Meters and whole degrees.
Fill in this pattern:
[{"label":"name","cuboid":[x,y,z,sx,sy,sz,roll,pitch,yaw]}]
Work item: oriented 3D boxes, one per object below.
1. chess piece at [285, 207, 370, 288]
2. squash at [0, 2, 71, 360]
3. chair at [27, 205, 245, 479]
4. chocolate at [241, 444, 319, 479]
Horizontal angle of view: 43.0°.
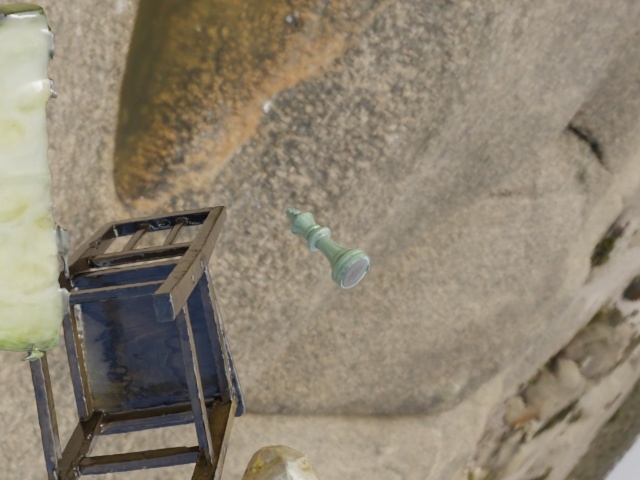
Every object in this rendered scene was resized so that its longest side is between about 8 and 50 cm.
[{"label":"chess piece","cuboid":[0.000,0.000,1.132,0.059,0.149,0.059,-35,151,-23]},{"label":"squash","cuboid":[-0.272,-0.043,0.481,0.111,0.288,0.203,-17,117,-44]},{"label":"chair","cuboid":[-0.206,0.123,0.969,0.416,0.202,0.241,-85,166,-77]},{"label":"chocolate","cuboid":[-0.050,0.437,1.107,0.134,0.310,0.134,-4,168,-1]}]
